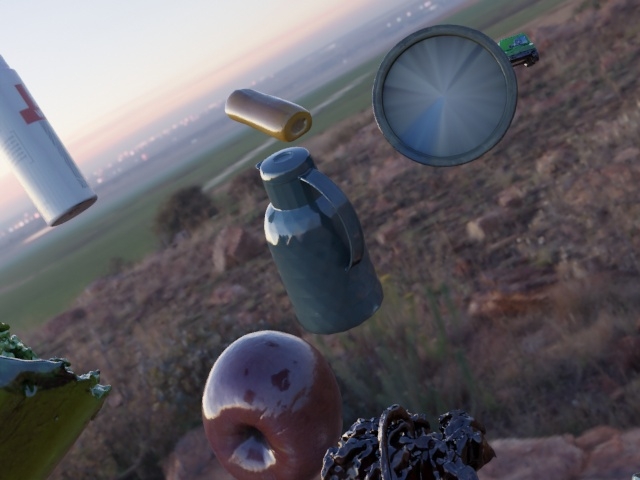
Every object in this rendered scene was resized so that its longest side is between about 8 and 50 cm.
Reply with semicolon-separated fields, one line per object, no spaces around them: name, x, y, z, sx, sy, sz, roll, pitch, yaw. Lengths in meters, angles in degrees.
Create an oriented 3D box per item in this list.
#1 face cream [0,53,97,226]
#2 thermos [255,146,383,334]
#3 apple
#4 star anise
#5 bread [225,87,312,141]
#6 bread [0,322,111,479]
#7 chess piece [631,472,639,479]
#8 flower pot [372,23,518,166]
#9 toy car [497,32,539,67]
face cream;-0.509;-0.190;1.475;0.102;0.345;0.102;-32;2;1
thermos;0.000;0.000;1.317;0.145;0.286;0.182;-39;36;-27
apple;-0.091;0.331;1.724;0.306;0.305;0.235;-22;13;32
star anise;0.102;0.244;0.975;0.190;0.125;0.220;-3;4;-28
bread;-0.122;-0.284;1.932;0.093;0.073;0.239;-38;41;-24
bread;-0.500;0.287;1.208;0.208;0.251;0.376;31;84;44
chess piece;0.517;0.432;1.337;0.059;0.149;0.059;-8;-6;-1
flower pot;0.205;-0.217;1.371;0.212;0.212;0.203;-26;-3;15
toy car;0.373;-0.359;1.680;0.071;0.062;0.165;-18;4;9
